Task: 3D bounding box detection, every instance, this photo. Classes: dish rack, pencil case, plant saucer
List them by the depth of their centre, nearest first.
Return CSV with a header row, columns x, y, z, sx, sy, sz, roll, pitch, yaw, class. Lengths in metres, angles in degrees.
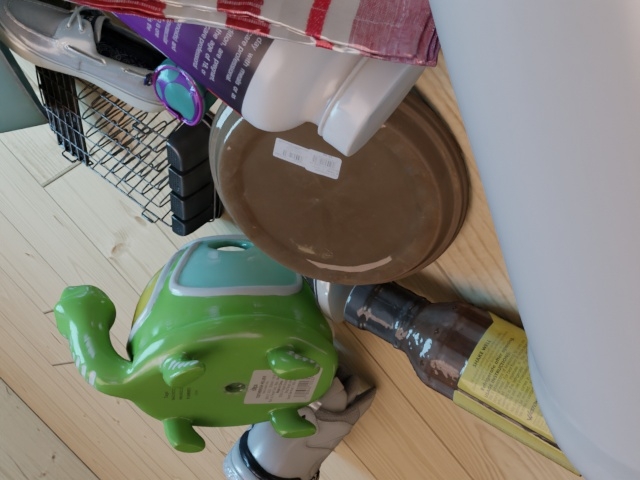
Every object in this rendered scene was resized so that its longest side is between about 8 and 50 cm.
x,y,z,sx,sy,sz,roll,pitch,yaw,class
-0.099,-0.178,0.916,0.064,0.152,0.070,40,144,-5,pencil case
0.010,-0.054,0.970,0.277,0.041,0.278,12,132,13,plant saucer
-0.251,-0.133,1.231,0.271,0.074,0.208,34,148,16,dish rack

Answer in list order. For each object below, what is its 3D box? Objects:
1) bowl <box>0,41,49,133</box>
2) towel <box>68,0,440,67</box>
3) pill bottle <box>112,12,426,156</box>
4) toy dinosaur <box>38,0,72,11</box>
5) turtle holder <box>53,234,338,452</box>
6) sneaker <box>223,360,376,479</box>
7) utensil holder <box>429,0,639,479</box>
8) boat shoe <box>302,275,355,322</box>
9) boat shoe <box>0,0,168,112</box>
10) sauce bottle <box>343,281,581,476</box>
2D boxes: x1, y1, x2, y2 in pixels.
x,y,z,sx,sy,sz,roll,pitch,yaw,class
-0.477,-0.238,1.142,0.312,0.163,0.311,56,171,14,bowl
-0.054,-0.265,0.666,0.328,0.037,0.237,13,106,14,towel
-0.065,-0.217,0.797,0.323,0.181,0.181,39,150,5,pill bottle
-0.319,-0.314,1.064,0.118,0.064,0.268,35,164,-12,toy dinosaur
-0.144,0.124,1.207,0.320,0.228,0.243,-17,143,10,turtle holder
-0.014,0.264,1.411,0.137,0.210,0.366,38,-176,7,sneaker
0.228,-0.086,0.496,0.327,0.327,0.386,9,134,43,utensil holder
0.000,0.000,1.113,0.070,0.078,0.219,19,135,32,boat shoe
-0.256,-0.227,1.073,0.227,0.079,0.081,25,138,-17,boat shoe
0.184,0.136,1.036,0.344,0.111,0.111,30,148,22,sauce bottle
